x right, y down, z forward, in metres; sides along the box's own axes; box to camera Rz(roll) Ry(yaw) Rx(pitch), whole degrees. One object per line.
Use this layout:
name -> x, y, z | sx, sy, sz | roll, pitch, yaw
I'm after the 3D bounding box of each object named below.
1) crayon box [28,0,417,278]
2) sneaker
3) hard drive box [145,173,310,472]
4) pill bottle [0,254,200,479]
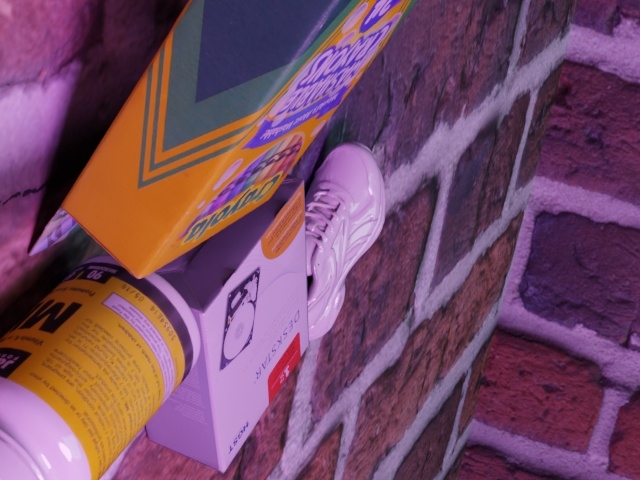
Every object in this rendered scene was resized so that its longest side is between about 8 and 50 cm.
crayon box -> -0.052, -0.102, 0.843 | 0.323, 0.083, 0.203 | -50, 173, 31
sneaker -> 0.000, 0.000, 1.291 | 0.115, 0.090, 0.232 | 17, 92, -68
hard drive box -> -0.090, 0.068, 1.098 | 0.181, 0.089, 0.232 | -55, 156, -37
pill bottle -> -0.184, 0.112, 0.828 | 0.208, 0.119, 0.119 | -51, 153, -46
